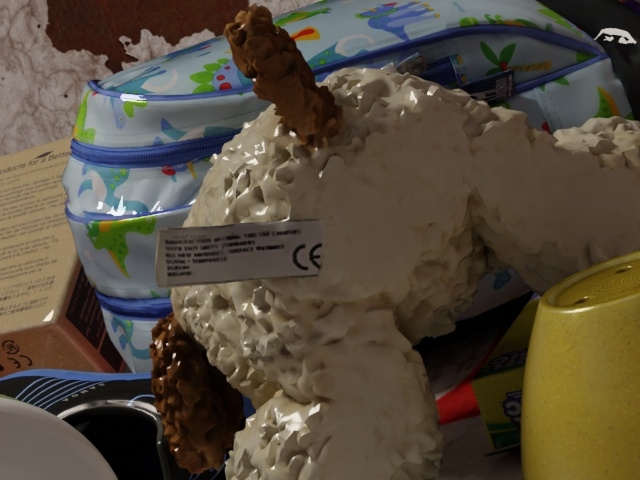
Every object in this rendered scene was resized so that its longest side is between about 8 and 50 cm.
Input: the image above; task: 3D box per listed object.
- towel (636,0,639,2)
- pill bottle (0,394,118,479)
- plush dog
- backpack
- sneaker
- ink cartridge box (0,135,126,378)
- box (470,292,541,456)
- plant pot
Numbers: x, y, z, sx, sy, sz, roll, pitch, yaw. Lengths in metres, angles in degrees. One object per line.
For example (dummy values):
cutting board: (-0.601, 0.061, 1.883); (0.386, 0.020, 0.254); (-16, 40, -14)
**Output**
towel: (0.265, -0.128, 1.134); (0.285, 0.034, 0.209); (25, 12, -2)
pill bottle: (-0.186, 0.128, 0.849); (0.136, 0.136, 0.246); (-24, 11, -23)
plush dog: (0.000, 0.000, 0.870); (0.262, 0.210, 0.225); (-45, 9, -16)
backpack: (0.027, -0.037, 1.117); (0.355, 0.273, 0.290); (-32, 19, -1)
sneaker: (-0.145, 0.114, 1.009); (0.232, 0.081, 0.090); (-13, 5, 29)
ink cartridge box: (-0.239, 0.032, 1.380); (0.235, 0.088, 0.193); (-14, 43, 29)
box: (0.140, 0.052, 0.911); (0.105, 0.043, 0.179); (-16, 12, 23)
plant pot: (0.133, 0.057, 0.737); (0.134, 0.095, 0.134); (-19, 11, 4)
